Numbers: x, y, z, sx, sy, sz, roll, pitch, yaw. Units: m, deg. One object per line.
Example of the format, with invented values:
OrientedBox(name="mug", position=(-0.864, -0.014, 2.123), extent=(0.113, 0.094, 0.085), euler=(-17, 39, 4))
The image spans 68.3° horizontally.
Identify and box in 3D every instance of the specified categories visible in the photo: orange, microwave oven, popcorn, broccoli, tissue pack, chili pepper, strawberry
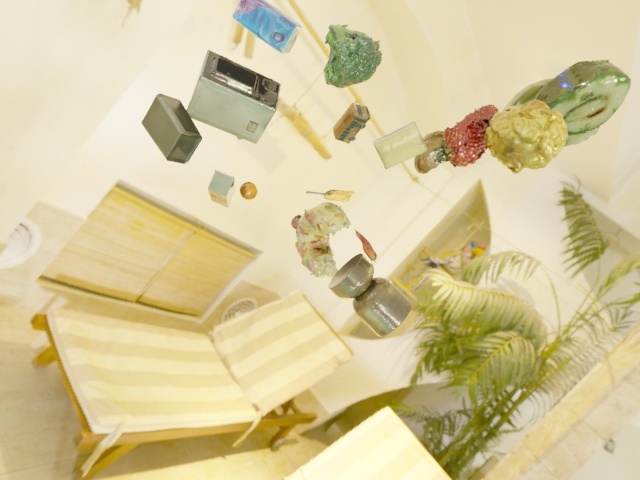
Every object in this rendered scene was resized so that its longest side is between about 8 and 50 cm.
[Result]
OrientedBox(name="orange", position=(-0.313, -0.216, 2.055), extent=(0.083, 0.083, 0.083), euler=(42, 6, -5))
OrientedBox(name="microwave oven", position=(-0.391, -0.652, 2.144), extent=(0.354, 0.286, 0.219), euler=(19, 54, -20))
OrientedBox(name="popcorn", position=(0.660, -0.329, 1.515), extent=(0.250, 0.190, 0.250), euler=(39, -22, 19))
OrientedBox(name="broccoli", position=(0.113, -0.738, 1.894), extent=(0.245, 0.265, 0.294), euler=(61, 13, 12))
OrientedBox(name="tissue pack", position=(-0.229, -0.953, 2.072), extent=(0.263, 0.146, 0.198), euler=(32, 22, -7))
OrientedBox(name="chili pepper", position=(0.190, 0.020, 1.973), extent=(0.027, 0.045, 0.178), euler=(-18, 63, -35))
OrientedBox(name="strawberry", position=(0.540, -0.358, 1.674), extent=(0.106, 0.286, 0.188), euler=(51, 5, 37))

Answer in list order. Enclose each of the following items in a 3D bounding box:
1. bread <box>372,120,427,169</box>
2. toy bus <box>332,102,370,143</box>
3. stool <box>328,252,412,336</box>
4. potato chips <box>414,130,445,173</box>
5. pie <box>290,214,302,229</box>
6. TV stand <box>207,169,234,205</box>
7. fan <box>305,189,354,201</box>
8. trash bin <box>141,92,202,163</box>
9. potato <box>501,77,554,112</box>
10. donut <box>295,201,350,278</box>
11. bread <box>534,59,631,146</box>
OrientedBox(name="bread", position=(0.302, -0.356, 1.788), extent=(0.139, 0.178, 0.060), euler=(51, 23, -38))
OrientedBox(name="toy bus", position=(0.154, -0.597, 2.397), extent=(0.114, 0.201, 0.098), euler=(9, 55, -30))
OrientedBox(name="stool", position=(0.182, 0.199, 1.729), extent=(0.264, 0.179, 0.179), euler=(44, 5, -7))
OrientedBox(name="potato chips", position=(0.452, -0.375, 1.982), extent=(0.062, 0.195, 0.208), euler=(41, 17, 31))
OrientedBox(name="pie", position=(-0.074, -0.066, 2.576), extent=(0.204, 0.054, 0.218), euler=(40, 14, 12))
OrientedBox(name="TV stand", position=(-0.397, -0.206, 1.910), extent=(0.082, 0.088, 0.269), euler=(24, -9, -8))
OrientedBox(name="fan", position=(0.041, -0.215, 2.218), extent=(0.226, 0.008, 0.152), euler=(5, -15, -11))
OrientedBox(name="trash bin", position=(-0.593, -0.446, 1.897), extent=(0.122, 0.164, 0.240), euler=(4, 41, -52))
OrientedBox(name="potato", position=(0.992, -0.597, 2.117), extent=(0.330, 0.280, 0.213), euler=(35, 27, -23))
OrientedBox(name="donut", position=(-0.002, -0.010, 2.269), extent=(0.150, 0.371, 0.307), euler=(-8, 34, -33))
OrientedBox(name="bread", position=(1.033, -0.532, 1.889), extent=(0.382, 0.366, 0.129), euler=(32, 38, -48))
